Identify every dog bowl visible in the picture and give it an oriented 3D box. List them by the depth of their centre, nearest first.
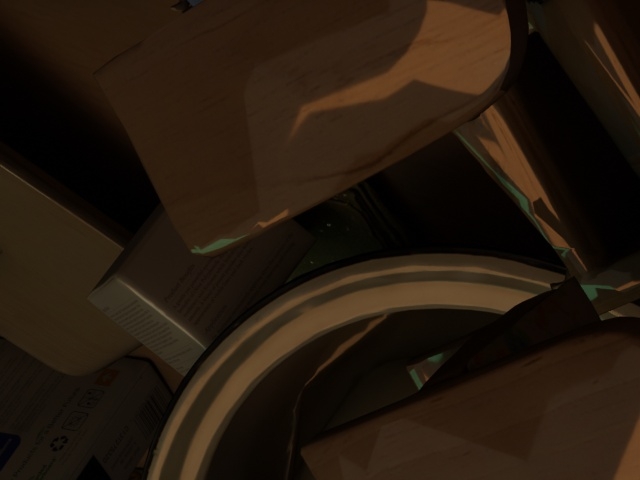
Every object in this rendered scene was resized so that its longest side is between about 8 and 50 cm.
[{"bbox_3d":[0.103,0.190,1.068,0.408,0.150,0.408,4,101,19],"label":"dog bowl"}]

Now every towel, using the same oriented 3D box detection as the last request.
[{"bbox_3d":[0.000,0.000,1.180,0.148,0.027,0.110,-4,132,43],"label":"towel"}]

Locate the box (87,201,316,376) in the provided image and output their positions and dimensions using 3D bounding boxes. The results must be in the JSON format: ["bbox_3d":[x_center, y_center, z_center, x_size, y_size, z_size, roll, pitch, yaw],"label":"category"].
[{"bbox_3d":[-0.076,0.018,1.130,0.087,0.101,0.102,39,161,-9],"label":"box"}]

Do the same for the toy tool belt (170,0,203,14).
[{"bbox_3d":[-0.060,-0.139,1.028,0.083,0.051,0.052,43,146,-13],"label":"toy tool belt"}]

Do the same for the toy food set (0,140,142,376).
[{"bbox_3d":[-0.215,-0.030,1.289,0.306,0.092,0.220,35,147,-17],"label":"toy food set"}]

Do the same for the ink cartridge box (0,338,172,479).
[{"bbox_3d":[-0.311,0.160,1.518,0.371,0.176,0.069,7,139,35],"label":"ink cartridge box"}]

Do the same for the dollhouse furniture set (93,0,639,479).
[{"bbox_3d":[0.116,-0.147,0.606,0.256,0.362,0.394,-27,94,40],"label":"dollhouse furniture set"}]

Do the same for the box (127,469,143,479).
[{"bbox_3d":[-0.163,0.243,1.601,0.324,0.067,0.063,-4,132,44],"label":"box"}]
